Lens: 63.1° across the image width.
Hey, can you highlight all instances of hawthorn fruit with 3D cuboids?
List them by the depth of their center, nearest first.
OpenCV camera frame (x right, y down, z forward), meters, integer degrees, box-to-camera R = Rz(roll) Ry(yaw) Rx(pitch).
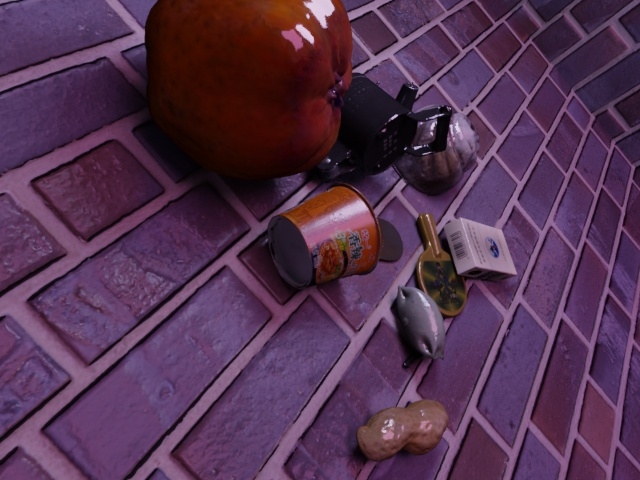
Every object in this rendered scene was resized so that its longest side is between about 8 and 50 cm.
[{"bbox_3d":[-0.155,-0.353,1.139,0.472,0.472,0.471,18,56,-29],"label":"hawthorn fruit"}]

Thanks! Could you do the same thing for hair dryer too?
[{"bbox_3d":[0.150,-0.403,1.569,0.272,0.235,0.091,31,37,14],"label":"hair dryer"}]

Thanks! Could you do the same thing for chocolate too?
[{"bbox_3d":[0.381,-0.317,1.657,0.303,0.213,0.303,17,58,-30],"label":"chocolate"}]

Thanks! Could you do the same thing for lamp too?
[{"bbox_3d":[0.127,-0.329,1.427,0.374,0.205,0.272,-21,63,-4],"label":"lamp"}]

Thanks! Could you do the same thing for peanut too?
[{"bbox_3d":[0.188,0.423,1.168,0.263,0.101,0.117,4,44,-35],"label":"peanut"}]

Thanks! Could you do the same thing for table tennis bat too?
[{"bbox_3d":[0.139,-0.008,1.431,0.234,0.022,0.131,9,61,-36],"label":"table tennis bat"},{"bbox_3d":[0.340,0.069,1.525,0.198,0.050,0.320,5,66,-38],"label":"table tennis bat"}]

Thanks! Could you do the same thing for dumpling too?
[{"bbox_3d":[0.262,0.213,1.357,0.105,0.149,0.216,-23,71,-4],"label":"dumpling"}]

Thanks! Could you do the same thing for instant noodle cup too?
[{"bbox_3d":[0.000,0.000,1.193,0.182,0.230,0.230,-21,79,-33],"label":"instant noodle cup"}]

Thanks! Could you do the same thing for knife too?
[{"bbox_3d":[0.264,0.290,1.362,0.170,0.010,0.023,-27,83,-45],"label":"knife"}]

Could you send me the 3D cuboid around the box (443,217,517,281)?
[{"bbox_3d":[0.499,0.032,1.622,0.256,0.069,0.164,11,59,-43],"label":"box"}]
